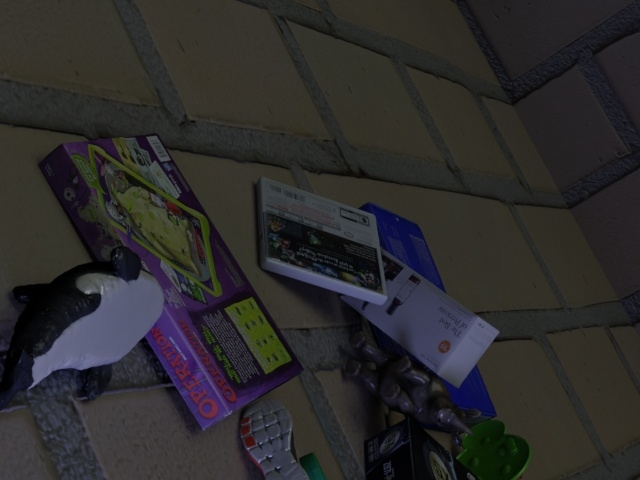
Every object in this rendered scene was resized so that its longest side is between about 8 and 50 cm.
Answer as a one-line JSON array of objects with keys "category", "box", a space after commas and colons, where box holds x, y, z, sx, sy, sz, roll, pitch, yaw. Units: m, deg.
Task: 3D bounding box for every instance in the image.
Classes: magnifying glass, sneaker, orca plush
[{"category": "magnifying glass", "box": [0.029, 0.353, 1.434, 0.092, 0.026, 0.231, 90, -26, -83]}, {"category": "sneaker", "box": [-0.051, 0.251, 1.413, 0.065, 0.061, 0.158, 82, -8, -45]}, {"category": "orca plush", "box": [-0.257, 0.084, 1.199, 0.287, 0.102, 0.151, -50, 152, -56]}]

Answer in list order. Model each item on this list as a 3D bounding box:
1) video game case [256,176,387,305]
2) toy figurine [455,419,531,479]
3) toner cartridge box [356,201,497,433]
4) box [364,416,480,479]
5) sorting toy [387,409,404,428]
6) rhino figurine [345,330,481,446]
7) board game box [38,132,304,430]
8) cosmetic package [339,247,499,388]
[{"category": "video game case", "box": [0.000, 0.000, 1.758, 0.190, 0.022, 0.173, 18, 39, -22]}, {"category": "toy figurine", "box": [0.274, 0.373, 1.834, 0.159, 0.130, 0.173, 62, 11, -22]}, {"category": "toner cartridge box", "box": [0.144, 0.120, 1.914, 0.165, 0.075, 0.347, 23, 41, -55]}, {"category": "box", "box": [0.143, 0.345, 1.628, 0.180, 0.078, 0.147, 44, 26, -29]}, {"category": "sorting toy", "box": [0.115, 0.264, 1.756, 0.062, 0.012, 0.083, 35, 35, -33]}, {"category": "rhino figurine", "box": [0.129, 0.205, 1.666, 0.106, 0.073, 0.243, 40, -7, -37]}, {"category": "board game box", "box": [-0.164, 0.036, 1.434, 0.346, 0.056, 0.208, 58, 19, 6]}, {"category": "cosmetic package", "box": [0.133, 0.103, 1.751, 0.060, 0.099, 0.239, 33, 2, -42]}]
